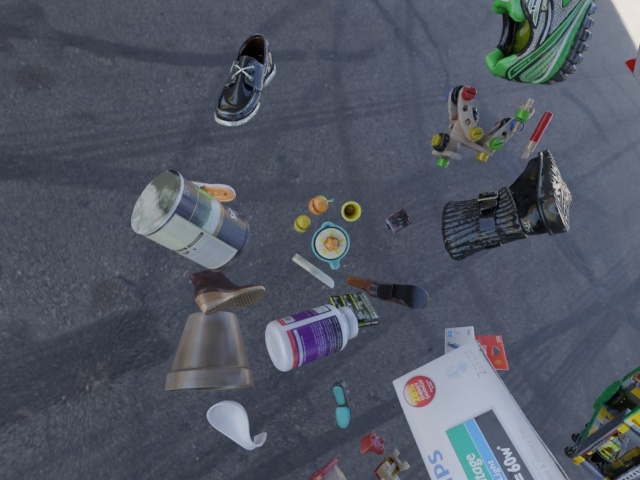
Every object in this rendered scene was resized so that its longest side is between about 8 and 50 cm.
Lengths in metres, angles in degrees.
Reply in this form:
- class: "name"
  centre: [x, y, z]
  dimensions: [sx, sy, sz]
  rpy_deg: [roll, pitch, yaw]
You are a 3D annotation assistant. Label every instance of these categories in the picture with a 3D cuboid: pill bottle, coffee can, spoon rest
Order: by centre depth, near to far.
- class: "coffee can"
  centre: [-0.374, -0.049, 1.205]
  dimensions: [0.275, 0.201, 0.201]
  rpy_deg: [38, 55, -46]
- class: "spoon rest"
  centre: [-0.291, 0.665, 1.459]
  dimensions: [0.276, 0.137, 0.084]
  rpy_deg: [54, 13, -29]
- class: "pill bottle"
  centre: [-0.028, 0.346, 1.502]
  dimensions: [0.323, 0.181, 0.181]
  rpy_deg: [-12, 80, -27]

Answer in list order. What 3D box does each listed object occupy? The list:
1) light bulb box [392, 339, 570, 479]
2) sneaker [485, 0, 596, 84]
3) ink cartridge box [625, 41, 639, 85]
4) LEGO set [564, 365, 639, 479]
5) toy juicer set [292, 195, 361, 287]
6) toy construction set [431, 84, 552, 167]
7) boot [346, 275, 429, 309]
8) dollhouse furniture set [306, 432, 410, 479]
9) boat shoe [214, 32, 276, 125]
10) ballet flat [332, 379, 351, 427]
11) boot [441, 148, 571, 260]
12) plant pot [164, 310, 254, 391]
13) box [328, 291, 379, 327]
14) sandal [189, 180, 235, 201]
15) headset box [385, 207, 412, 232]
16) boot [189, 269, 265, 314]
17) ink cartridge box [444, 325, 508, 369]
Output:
- class: "light bulb box"
  centre: [0.378, 0.484, 0.900]
  dimensions: [0.361, 0.225, 0.358]
  rpy_deg: [53, 10, -36]
- class: "sneaker"
  centre: [0.357, -0.405, 0.616]
  dimensions: [0.146, 0.343, 0.134]
  rpy_deg: [-6, 40, -9]
- class: "ink cartridge box"
  centre: [1.011, -0.482, 1.041]
  dimensions: [0.130, 0.309, 0.272]
  rpy_deg: [57, 26, -49]
- class: "LEGO set"
  centre: [0.493, 0.238, 0.492]
  dimensions: [0.255, 0.331, 0.192]
  rpy_deg: [-13, 47, -47]
- class: "toy juicer set"
  centre: [0.000, 0.000, 1.430]
  dimensions: [0.209, 0.089, 0.329]
  rpy_deg: [16, 100, -9]
- class: "toy construction set"
  centre: [0.485, -0.301, 1.227]
  dimensions: [0.257, 0.309, 0.237]
  rpy_deg: [22, 96, -41]
- class: "boot"
  centre: [0.276, 0.212, 1.699]
  dimensions: [0.264, 0.280, 0.096]
  rpy_deg: [6, 90, -19]
- class: "dollhouse furniture set"
  centre: [0.118, 0.813, 1.392]
  dimensions: [0.201, 0.152, 0.374]
  rpy_deg: [51, 31, 19]
- class: "boat shoe"
  centre: [-0.145, -0.303, 0.765]
  dimensions: [0.084, 0.079, 0.233]
  rpy_deg: [11, 54, 6]
- class: "ballet flat"
  centre: [0.092, 0.663, 1.671]
  dimensions: [0.074, 0.074, 0.203]
  rpy_deg: [-17, 105, -33]
- class: "boot"
  centre: [0.449, -0.093, 1.001]
  dimensions: [0.131, 0.260, 0.348]
  rpy_deg: [60, 39, -11]
- class: "plant pot"
  centre: [-0.424, 0.431, 1.584]
  dimensions: [0.323, 0.323, 0.280]
  rpy_deg: [7, 65, -28]
- class: "box"
  centre: [0.151, 0.321, 1.874]
  dimensions: [0.184, 0.045, 0.190]
  rpy_deg: [-8, 36, -16]
- class: "sandal"
  centre: [-0.471, -0.177, 1.612]
  dimensions: [0.265, 0.102, 0.076]
  rpy_deg: [0, 38, 12]
- class: "headset box"
  centre: [0.277, -0.071, 1.466]
  dimensions: [0.062, 0.083, 0.032]
  rpy_deg: [56, 13, -11]
- class: "boot"
  centre: [-0.349, 0.163, 1.522]
  dimensions: [0.248, 0.090, 0.207]
  rpy_deg: [-15, 44, -20]
- class: "ink cartridge box"
  centre: [0.726, 0.504, 1.927]
  dimensions: [0.296, 0.261, 0.066]
  rpy_deg: [-47, 126, -66]
